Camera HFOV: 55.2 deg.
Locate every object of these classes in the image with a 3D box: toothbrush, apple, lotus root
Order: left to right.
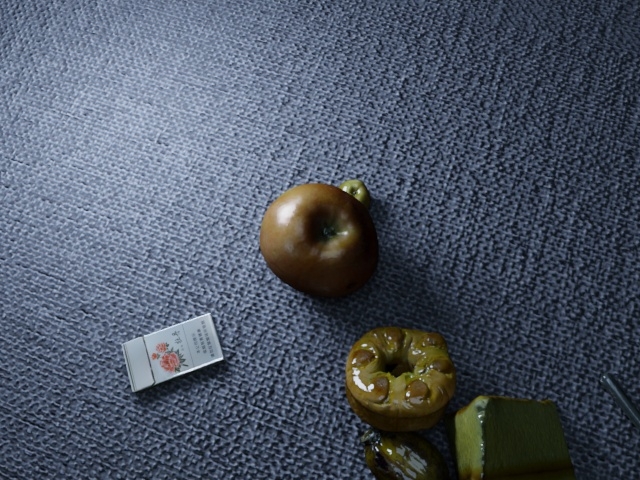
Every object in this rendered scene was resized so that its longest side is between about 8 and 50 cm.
[{"bbox_3d":[0.000,0.000,1.258,0.253,0.253,0.254,-1,69,3],"label":"apple"},{"bbox_3d":[0.073,-0.095,1.376,0.084,0.071,0.084,-1,69,3],"label":"apple"},{"bbox_3d":[0.168,0.424,1.146,0.209,0.120,0.120,36,75,20],"label":"lotus root"},{"bbox_3d":[0.643,0.384,1.181,0.030,0.031,0.297,-18,65,-32],"label":"toothbrush"}]

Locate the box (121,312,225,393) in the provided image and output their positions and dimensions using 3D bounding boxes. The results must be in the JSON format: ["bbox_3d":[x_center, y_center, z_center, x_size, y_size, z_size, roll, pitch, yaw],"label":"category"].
[{"bbox_3d":[-0.309,0.237,1.290,0.198,0.029,0.109,-19,69,-5],"label":"box"}]

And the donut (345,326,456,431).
[{"bbox_3d":[0.152,0.261,1.174,0.226,0.114,0.227,0,36,0],"label":"donut"}]

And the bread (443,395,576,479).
[{"bbox_3d":[0.344,0.377,1.023,0.244,0.362,0.233,-9,68,3],"label":"bread"}]
